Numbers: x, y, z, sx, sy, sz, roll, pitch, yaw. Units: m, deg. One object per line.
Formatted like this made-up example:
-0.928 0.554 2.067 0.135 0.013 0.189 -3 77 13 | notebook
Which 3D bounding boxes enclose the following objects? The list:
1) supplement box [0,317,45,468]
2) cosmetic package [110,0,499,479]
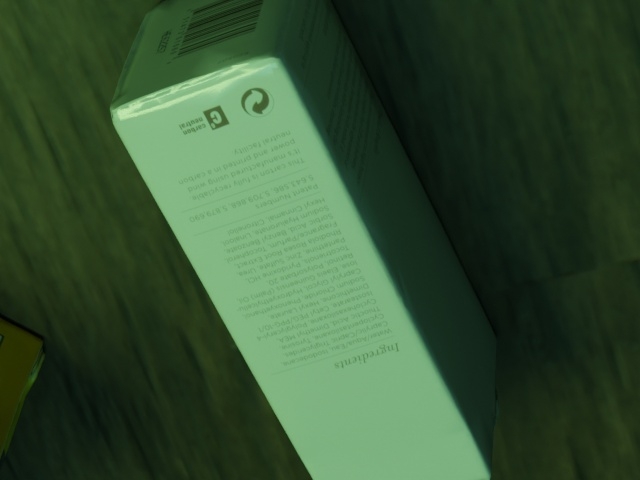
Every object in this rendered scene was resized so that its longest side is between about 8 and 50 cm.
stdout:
-0.342 0.083 0.934 0.356 0.194 0.195 30 120 -12 | supplement box
0.000 0.000 0.894 0.085 0.117 0.231 -18 117 17 | cosmetic package
